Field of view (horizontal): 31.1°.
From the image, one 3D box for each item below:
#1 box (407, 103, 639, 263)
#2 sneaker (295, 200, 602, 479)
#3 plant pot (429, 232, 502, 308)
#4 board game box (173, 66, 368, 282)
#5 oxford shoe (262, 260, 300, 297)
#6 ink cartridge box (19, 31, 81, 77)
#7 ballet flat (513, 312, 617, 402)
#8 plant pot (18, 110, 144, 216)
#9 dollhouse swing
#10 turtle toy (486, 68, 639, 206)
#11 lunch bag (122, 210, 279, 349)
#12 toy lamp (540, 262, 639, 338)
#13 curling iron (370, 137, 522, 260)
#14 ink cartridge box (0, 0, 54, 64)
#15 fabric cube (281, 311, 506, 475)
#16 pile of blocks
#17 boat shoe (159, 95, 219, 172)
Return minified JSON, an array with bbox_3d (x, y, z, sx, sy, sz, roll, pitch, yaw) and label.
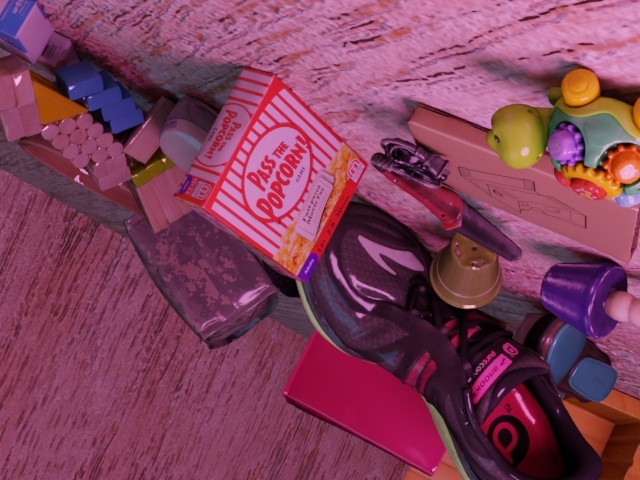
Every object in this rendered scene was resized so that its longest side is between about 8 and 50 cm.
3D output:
[{"bbox_3d":[0.180,-0.046,0.998,0.201,0.021,0.164,23,170,18],"label":"box"},{"bbox_3d":[0.164,0.129,1.372,0.483,0.185,0.202,46,154,-8],"label":"sneaker"},{"bbox_3d":[0.167,0.024,1.277,0.083,0.083,0.079,25,159,10],"label":"plant pot"},{"bbox_3d":[-0.045,-0.061,1.157,0.045,0.146,0.193,20,169,38],"label":"board game box"},{"bbox_3d":[-0.061,0.051,2.034,0.096,0.082,0.227,30,171,30],"label":"oxford shoe"},{"bbox_3d":[-0.368,-0.236,1.428,0.145,0.045,0.179,27,168,1],"label":"ink cartridge box"},{"bbox_3d":[0.307,0.151,1.515,0.096,0.095,0.280,31,174,34],"label":"ballet flat"},{"bbox_3d":[-0.292,-0.125,1.616,0.237,0.109,0.237,27,172,4],"label":"plant pot"},{"bbox_3d":[0.323,0.372,1.880,0.305,0.346,0.315,27,171,5],"label":"dollhouse swing"},{"bbox_3d":[0.176,-0.065,0.765,0.130,0.066,0.095,23,170,23],"label":"turtle toy"},{"bbox_3d":[-0.191,0.048,1.916,0.235,0.169,0.287,55,171,6],"label":"lunch bag"},{"bbox_3d":[0.334,0.079,1.079,0.275,0.080,0.080,21,169,40],"label":"toy lamp"},{"bbox_3d":[0.129,-0.027,1.082,0.068,0.035,0.274,22,172,36],"label":"curling iron"},{"bbox_3d":[-0.372,-0.257,1.291,0.122,0.052,0.088,25,170,4],"label":"ink cartridge box"},{"bbox_3d":[0.112,0.203,1.835,0.258,0.254,0.259,26,171,6],"label":"fabric cube"},{"bbox_3d":[-0.264,-0.148,1.388,0.112,0.149,0.362,46,-173,40],"label":"pile of blocks"},{"bbox_3d":[-0.088,-0.089,1.359,0.079,0.081,0.227,-21,131,42],"label":"boat shoe"}]
